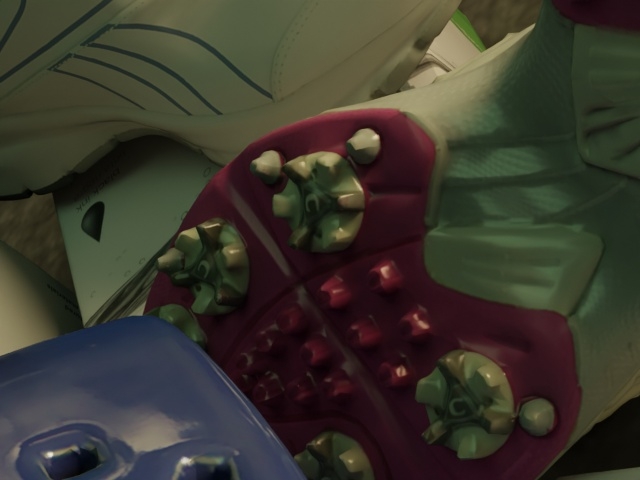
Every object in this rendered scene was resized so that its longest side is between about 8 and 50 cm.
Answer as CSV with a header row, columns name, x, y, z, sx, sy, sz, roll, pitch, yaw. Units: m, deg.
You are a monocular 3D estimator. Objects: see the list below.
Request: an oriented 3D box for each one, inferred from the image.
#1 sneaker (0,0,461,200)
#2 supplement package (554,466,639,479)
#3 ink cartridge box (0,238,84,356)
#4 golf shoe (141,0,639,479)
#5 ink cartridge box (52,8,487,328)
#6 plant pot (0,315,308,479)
name,x,y,z,sx,sy,sz,roll,pitch,yaw
sneaker,-0.066,-0.091,0.645,0.297,0.129,0.111,-12,46,40
supplement package,0.139,0.108,0.412,0.179,0.105,0.105,-15,45,39
ink cartridge box,-0.126,0.113,0.681,0.128,0.127,0.176,-32,37,22
golf shoe,0.076,-0.010,0.496,0.306,0.140,0.115,-35,74,37
ink cartridge box,0.000,0.000,0.680,0.160,0.092,0.219,-41,34,12
plant pot,-0.067,0.183,0.387,0.236,0.236,0.212,-22,26,-23
